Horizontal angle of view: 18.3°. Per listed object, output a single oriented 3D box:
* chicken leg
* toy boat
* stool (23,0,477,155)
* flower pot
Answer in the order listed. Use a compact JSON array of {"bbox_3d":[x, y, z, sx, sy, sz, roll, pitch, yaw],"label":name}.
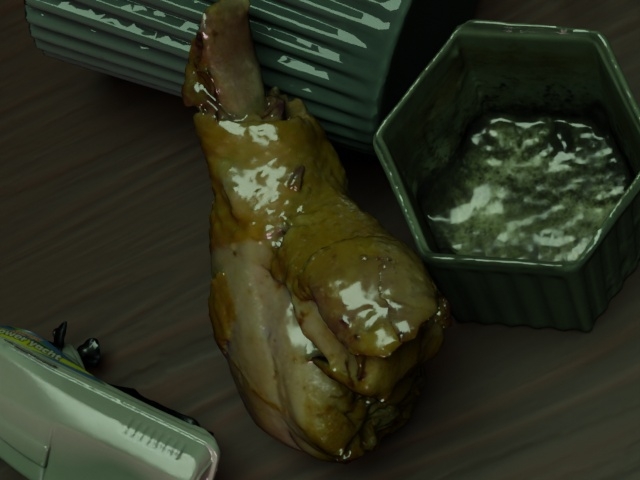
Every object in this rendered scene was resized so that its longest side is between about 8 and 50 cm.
[{"bbox_3d":[0.000,0.000,1.577,0.182,0.295,0.409,-21,105,-15],"label":"chicken leg"},{"bbox_3d":[-0.204,0.153,1.720,0.269,0.141,0.141,35,83,20],"label":"toy boat"},{"bbox_3d":[-0.047,-0.241,1.735,0.330,0.297,0.297,23,79,13],"label":"stool"},{"bbox_3d":[0.173,-0.048,1.668,0.209,0.189,0.239,34,80,20],"label":"flower pot"}]
